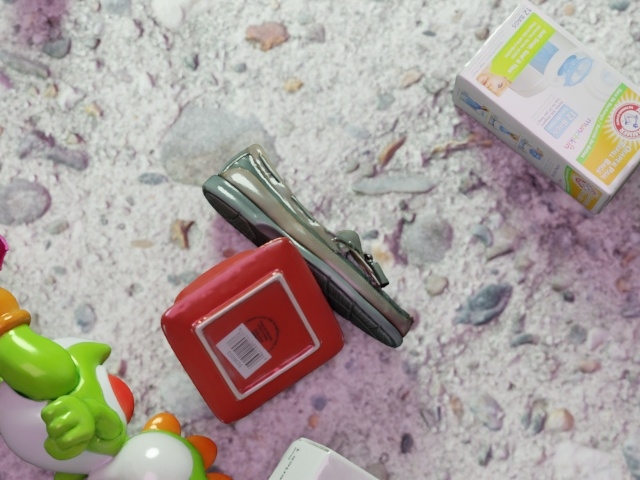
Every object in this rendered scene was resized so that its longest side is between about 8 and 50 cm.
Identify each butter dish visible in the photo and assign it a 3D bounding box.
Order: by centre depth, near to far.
[{"bbox_3d":[-0.082,0.076,1.724,0.160,0.118,0.160,-34,122,-8],"label":"butter dish"}]

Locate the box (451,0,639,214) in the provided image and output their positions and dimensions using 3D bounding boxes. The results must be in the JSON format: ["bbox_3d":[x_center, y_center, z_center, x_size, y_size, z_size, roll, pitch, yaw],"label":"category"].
[{"bbox_3d":[0.252,-0.138,1.764,0.203,0.103,0.114,40,82,7],"label":"box"}]

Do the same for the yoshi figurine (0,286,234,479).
[{"bbox_3d":[-0.251,0.228,1.663,0.362,0.203,0.203,38,97,5],"label":"yoshi figurine"}]

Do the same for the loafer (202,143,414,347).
[{"bbox_3d":[0.000,0.000,1.747,0.267,0.096,0.084,39,76,9],"label":"loafer"}]

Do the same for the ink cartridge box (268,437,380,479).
[{"bbox_3d":[0.051,0.348,1.625,0.278,0.117,0.201,34,81,-13],"label":"ink cartridge box"}]

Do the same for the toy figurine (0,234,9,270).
[{"bbox_3d":[-0.391,0.036,1.722,0.159,0.130,0.173,-32,43,-17],"label":"toy figurine"}]
